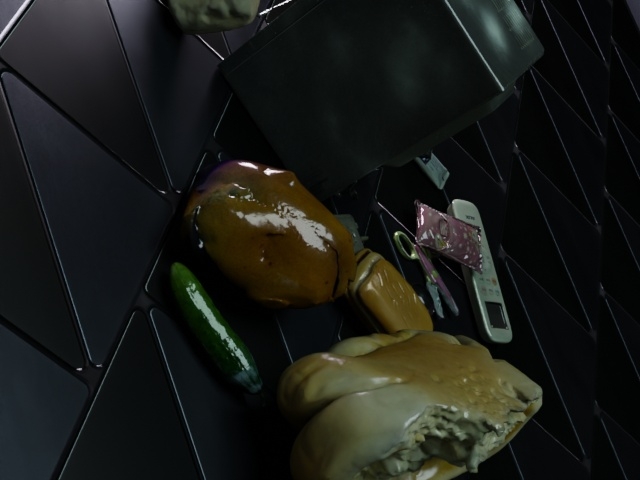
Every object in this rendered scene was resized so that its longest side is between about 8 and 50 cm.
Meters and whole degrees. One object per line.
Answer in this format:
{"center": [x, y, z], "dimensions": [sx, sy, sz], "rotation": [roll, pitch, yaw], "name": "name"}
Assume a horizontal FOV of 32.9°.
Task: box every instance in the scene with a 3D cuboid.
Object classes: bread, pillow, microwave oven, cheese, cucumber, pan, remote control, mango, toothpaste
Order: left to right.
{"center": [-0.152, 0.141, 1.579], "dimensions": [0.250, 0.056, 0.056], "rotation": [55, 37, -3], "name": "cucumber"}
{"center": [-0.174, -0.467, 1.877], "dimensions": [0.093, 0.159, 0.263], "rotation": [65, 22, -52], "name": "cheese"}
{"center": [-0.078, -0.004, 1.658], "dimensions": [0.287, 0.201, 0.152], "rotation": [38, 8, -16], "name": "mango"}
{"center": [0.106, -0.303, 1.853], "dimensions": [0.374, 0.432, 0.236], "rotation": [57, 37, -5], "name": "microwave oven"}
{"center": [0.117, 0.111, 1.875], "dimensions": [0.200, 0.077, 0.116], "rotation": [54, 51, -21], "name": "bread"}
{"center": [0.165, 0.100, 1.992], "dimensions": [0.115, 0.023, 0.068], "rotation": [39, 43, -29], "name": "pan"}
{"center": [0.134, 0.247, 1.609], "dimensions": [0.424, 0.329, 0.245], "rotation": [-2, 68, -43], "name": "bread"}
{"center": [0.185, -0.197, 2.205], "dimensions": [0.233, 0.038, 0.060], "rotation": [46, 43, -22], "name": "toothpaste"}
{"center": [0.247, -0.006, 2.109], "dimensions": [0.185, 0.043, 0.118], "rotation": [26, 48, -31], "name": "pillow"}
{"center": [0.317, 0.063, 2.180], "dimensions": [0.090, 0.038, 0.309], "rotation": [11, 59, -44], "name": "remote control"}

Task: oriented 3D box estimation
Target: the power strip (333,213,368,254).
{"center": [0.000, 0.000, 1.861], "dimensions": [0.268, 0.034, 0.092], "rotation": [-3, 69, -50], "name": "power strip"}

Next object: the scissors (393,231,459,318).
{"center": [0.211, 0.062, 2.073], "dimensions": [0.134, 0.020, 0.187], "rotation": [-5, 68, -48], "name": "scissors"}
